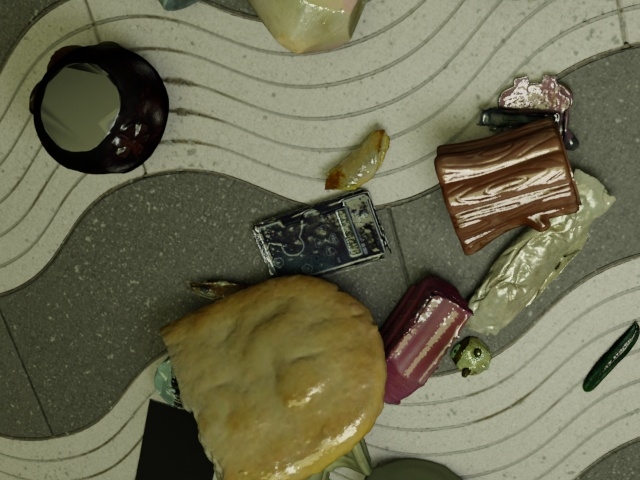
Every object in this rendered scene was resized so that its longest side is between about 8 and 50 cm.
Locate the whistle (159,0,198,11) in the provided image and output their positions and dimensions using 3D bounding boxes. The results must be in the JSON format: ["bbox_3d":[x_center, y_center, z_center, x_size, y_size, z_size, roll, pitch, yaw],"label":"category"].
[{"bbox_3d":[-0.199,-0.582,1.226,0.405,0.188,0.168,-32,98,18],"label":"whistle"}]

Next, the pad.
[{"bbox_3d":[-0.359,0.551,1.707,0.202,0.005,0.299,16,109,6],"label":"pad"}]

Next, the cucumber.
[{"bbox_3d":[0.600,0.245,1.402,0.033,0.036,0.184,36,112,7],"label":"cucumber"}]

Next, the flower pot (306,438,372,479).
[{"bbox_3d":[-0.031,0.444,1.467,0.244,0.307,0.307,-22,102,3],"label":"flower pot"}]

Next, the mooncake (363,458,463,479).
[{"bbox_3d":[0.214,0.599,1.473,0.275,0.275,0.135,19,112,5],"label":"mooncake"}]

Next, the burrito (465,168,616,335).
[{"bbox_3d":[0.426,0.039,1.351,0.117,0.076,0.392,34,110,-1],"label":"burrito"}]

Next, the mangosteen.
[{"bbox_3d":[-0.450,-0.272,1.350,0.288,0.233,0.287,2,102,7],"label":"mangosteen"}]

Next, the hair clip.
[{"bbox_3d":[0.392,-0.238,1.292,0.187,0.056,0.145,-3,105,3],"label":"hair clip"}]

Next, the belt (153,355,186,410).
[{"bbox_3d":[-0.290,0.321,1.584,0.199,0.078,0.151,2,109,12],"label":"belt"}]

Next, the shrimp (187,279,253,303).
[{"bbox_3d":[-0.158,0.173,1.526,0.296,0.058,0.168,12,111,4],"label":"shrimp"}]

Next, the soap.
[{"bbox_3d":[0.184,0.212,1.401,0.112,0.182,0.289,33,105,-2],"label":"soap"}]

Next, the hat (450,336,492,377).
[{"bbox_3d":[0.324,0.252,1.449,0.076,0.059,0.077,44,105,-9],"label":"hat"}]

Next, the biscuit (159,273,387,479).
[{"bbox_3d":[-0.087,0.268,1.343,0.447,0.429,0.104,-23,144,4],"label":"biscuit"}]

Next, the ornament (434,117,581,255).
[{"bbox_3d":[0.342,-0.104,1.233,0.218,0.235,0.221,-16,64,20],"label":"ornament"}]

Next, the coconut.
[{"bbox_3d":[-0.028,-0.440,1.211,0.197,0.237,0.236,-7,111,57],"label":"coconut"}]

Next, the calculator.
[{"bbox_3d":[0.000,0.000,1.451,0.274,0.028,0.165,-17,103,16],"label":"calculator"}]

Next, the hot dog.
[{"bbox_3d":[0.083,-0.149,1.368,0.169,0.061,0.078,-41,53,18],"label":"hot dog"}]
